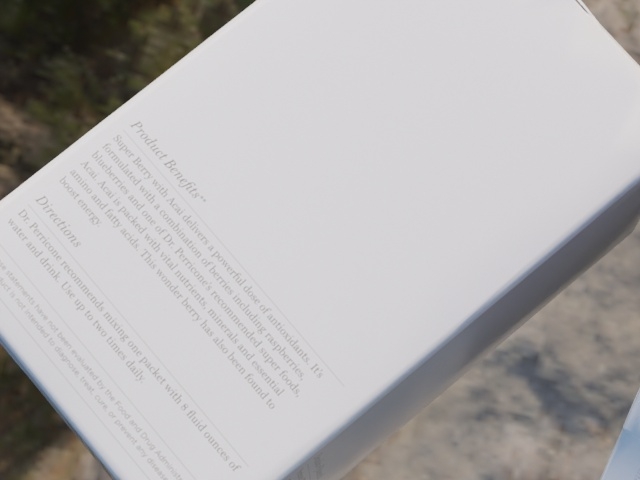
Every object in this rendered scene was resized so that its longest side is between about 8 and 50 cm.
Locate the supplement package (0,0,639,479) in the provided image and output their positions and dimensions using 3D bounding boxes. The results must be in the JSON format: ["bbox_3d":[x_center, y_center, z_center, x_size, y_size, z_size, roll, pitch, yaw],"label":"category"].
[{"bbox_3d":[0.000,0.000,0.901,0.293,0.175,0.177,-39,78,-10],"label":"supplement package"}]

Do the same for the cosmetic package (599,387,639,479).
[{"bbox_3d":[0.462,0.222,1.736,0.377,0.097,0.284,30,116,22],"label":"cosmetic package"}]
